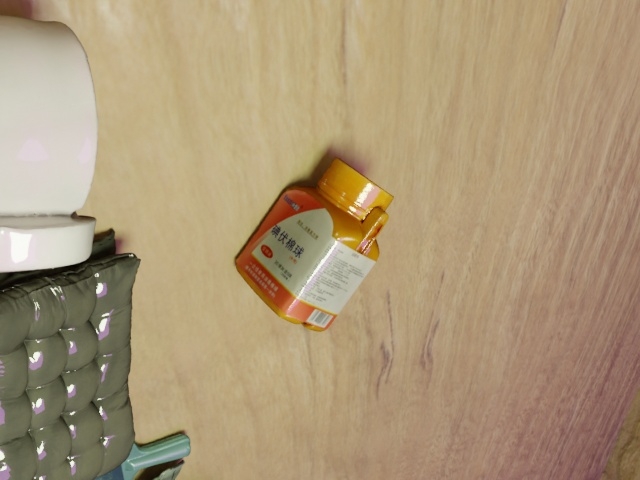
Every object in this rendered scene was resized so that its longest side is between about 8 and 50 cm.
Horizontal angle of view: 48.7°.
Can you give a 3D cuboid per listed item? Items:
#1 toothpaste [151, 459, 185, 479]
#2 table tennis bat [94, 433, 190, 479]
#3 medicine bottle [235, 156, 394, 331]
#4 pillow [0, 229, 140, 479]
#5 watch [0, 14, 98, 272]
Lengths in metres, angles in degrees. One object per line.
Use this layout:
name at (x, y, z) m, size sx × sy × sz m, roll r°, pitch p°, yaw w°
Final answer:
toothpaste at (-0.364, 0.508, 1.147) m, size 0.392 × 0.061 × 0.099 m, roll -49°, pitch 170°, yaw 0°
table tennis bat at (-0.313, 0.347, 1.093) m, size 0.237 × 0.038 × 0.149 m, roll -7°, pitch 124°, yaw -33°
medicine bottle at (-0.001, 0.000, 1.008) m, size 0.112 × 0.149 × 0.222 m, roll 28°, pitch 100°, yaw -47°
pillow at (-0.324, 0.169, 0.839) m, size 0.228 × 0.101 × 0.326 m, roll -20°, pitch 125°, yaw -52°
watch at (-0.321, -0.091, 0.648) m, size 0.196 × 0.244 × 0.231 m, roll -6°, pitch 102°, yaw -41°
